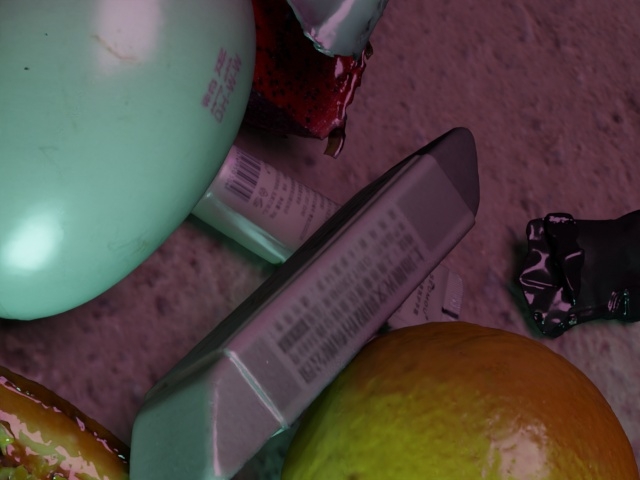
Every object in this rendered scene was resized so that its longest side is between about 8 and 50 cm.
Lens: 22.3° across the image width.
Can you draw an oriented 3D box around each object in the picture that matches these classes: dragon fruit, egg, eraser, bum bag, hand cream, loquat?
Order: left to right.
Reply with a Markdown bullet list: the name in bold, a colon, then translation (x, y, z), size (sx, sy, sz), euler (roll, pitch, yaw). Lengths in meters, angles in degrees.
- **egg**: translation (-0.139, -0.080, 0.927), size (0.183, 0.183, 0.264), euler (27, 78, -18)
- **dragon fruit**: translation (-0.049, -0.124, 1.084), size (0.147, 0.096, 0.102), euler (29, 66, -36)
- **eraser**: translation (-0.001, 0.037, 0.959), size (0.061, 0.089, 0.352), euler (52, 44, -5)
- **hand cream**: translation (0.000, 0.000, 1.071), size (0.234, 0.050, 0.080), euler (31, 47, -21)
- **loquat**: translation (0.079, 0.149, 0.932), size (0.208, 0.208, 0.208), euler (15, 57, -25)
- **bum bag**: translation (0.223, 0.017, 1.198), size (0.198, 0.049, 0.087), euler (-6, 73, -35)

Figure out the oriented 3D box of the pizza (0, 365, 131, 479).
- **pizza**: translation (-0.187, 0.171, 0.837), size (0.288, 0.074, 0.251), euler (-26, 78, -42)

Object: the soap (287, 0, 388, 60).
- **soap**: translation (-0.007, -0.260, 1.145), size (0.159, 0.258, 0.302), euler (36, 74, -15)
